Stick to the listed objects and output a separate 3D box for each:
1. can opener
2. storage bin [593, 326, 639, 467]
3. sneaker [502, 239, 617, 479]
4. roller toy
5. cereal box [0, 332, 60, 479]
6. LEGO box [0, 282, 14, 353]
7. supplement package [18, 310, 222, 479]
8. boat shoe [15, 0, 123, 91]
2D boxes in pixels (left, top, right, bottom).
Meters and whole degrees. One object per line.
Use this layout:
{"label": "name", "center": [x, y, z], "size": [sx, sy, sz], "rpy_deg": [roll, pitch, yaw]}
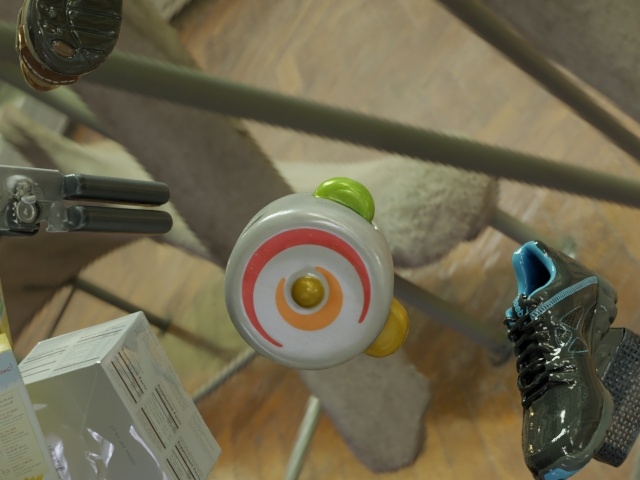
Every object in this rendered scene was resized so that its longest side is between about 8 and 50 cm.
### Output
{"label": "can opener", "center": [-0.305, -0.041, 1.536], "size": [0.095, 0.283, 0.076], "rpy_deg": [-11, 81, 36]}
{"label": "storage bin", "center": [0.413, 0.220, 1.813], "size": [0.180, 0.084, 0.122], "rpy_deg": [-62, 3, -6]}
{"label": "sneaker", "center": [0.270, 0.144, 1.543], "size": [0.125, 0.140, 0.341], "rpy_deg": [-37, 24, 36]}
{"label": "roller toy", "center": [-0.011, 0.048, 1.463], "size": [0.191, 0.209, 0.146], "rpy_deg": [-17, 10, 6]}
{"label": "cereal box", "center": [-0.400, 0.239, 1.443], "size": [0.173, 0.240, 0.047], "rpy_deg": [-19, 28, -14]}
{"label": "LEGO box", "center": [-0.570, 0.230, 1.590], "size": [0.193, 0.373, 0.500], "rpy_deg": [-117, 19, -74]}
{"label": "supplement package", "center": [-0.307, 0.267, 1.865], "size": [0.204, 0.262, 0.145], "rpy_deg": [-17, 21, 26]}
{"label": "boat shoe", "center": [-0.264, -0.304, 1.400], "size": [0.120, 0.123, 0.324], "rpy_deg": [-33, 35, 53]}
